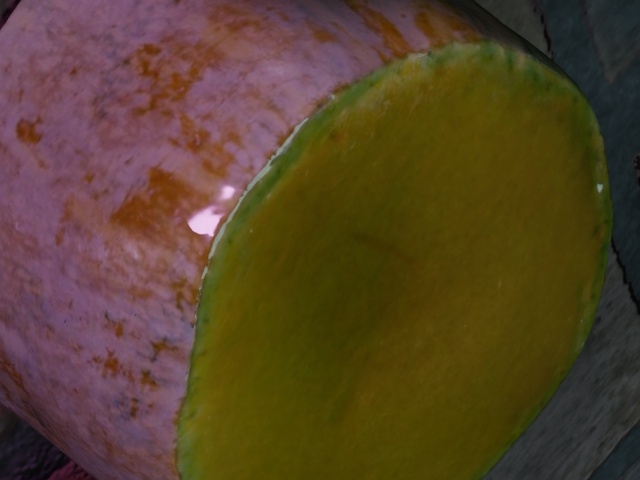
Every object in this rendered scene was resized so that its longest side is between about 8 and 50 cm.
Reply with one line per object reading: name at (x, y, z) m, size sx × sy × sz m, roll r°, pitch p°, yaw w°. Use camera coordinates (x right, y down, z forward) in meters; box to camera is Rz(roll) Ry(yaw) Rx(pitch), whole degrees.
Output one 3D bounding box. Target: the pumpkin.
pumpkin at (0.000, 0.000, 0.796) m, size 0.332 × 0.199 × 0.332 m, roll -29°, pitch 135°, yaw -34°
